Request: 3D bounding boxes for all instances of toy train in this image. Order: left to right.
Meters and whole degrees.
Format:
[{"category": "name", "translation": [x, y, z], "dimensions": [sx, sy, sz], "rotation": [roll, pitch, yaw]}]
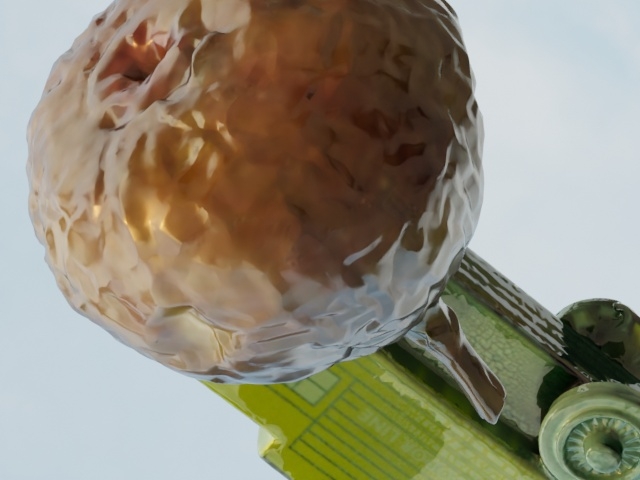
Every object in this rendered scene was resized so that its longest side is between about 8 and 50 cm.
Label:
[{"category": "toy train", "translation": [0.092, 0.116, 1.521], "dimensions": [0.442, 0.272, 0.179], "rotation": [38, -156, -14]}]

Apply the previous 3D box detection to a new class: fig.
[{"category": "fig", "translation": [0.000, 0.000, 1.119], "dimensions": [0.369, 0.286, 0.286], "rotation": [51, -143, -36]}]
